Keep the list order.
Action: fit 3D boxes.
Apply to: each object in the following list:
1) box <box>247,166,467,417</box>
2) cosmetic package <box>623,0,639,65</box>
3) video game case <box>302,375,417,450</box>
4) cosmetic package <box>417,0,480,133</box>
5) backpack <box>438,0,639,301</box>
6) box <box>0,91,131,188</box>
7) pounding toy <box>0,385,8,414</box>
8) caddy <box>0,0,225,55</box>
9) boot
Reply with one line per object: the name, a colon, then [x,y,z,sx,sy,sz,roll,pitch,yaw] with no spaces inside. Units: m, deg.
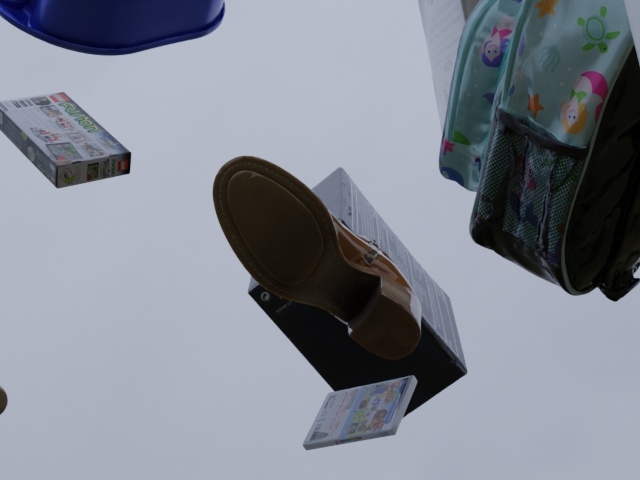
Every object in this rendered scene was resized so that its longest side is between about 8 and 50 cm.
box: [0.054,0.086,1.748,0.183,0.296,0.294,-38,-77,13]
cosmetic package: [0.212,-0.025,0.290,0.097,0.377,0.284,-10,-7,-23]
video game case: [0.044,0.193,1.303,0.122,0.087,0.011,-17,-63,34]
cosmetic package: [0.370,-0.280,1.640,0.394,0.327,0.329,-11,2,-4]
backpack: [0.215,-0.117,0.868,0.225,0.191,0.253,-26,-40,-36]
box: [-0.367,-0.145,1.643,0.114,0.207,0.036,-14,-51,-35]
pounding toy: [-0.377,0.117,1.057,0.206,0.181,0.094,22,-12,-22]
caddy: [-0.263,-0.346,1.476,0.341,0.241,0.179,-23,-33,-45]
boot: [0.000,0.000,1.279,0.283,0.220,0.109,37,-80,-10]
